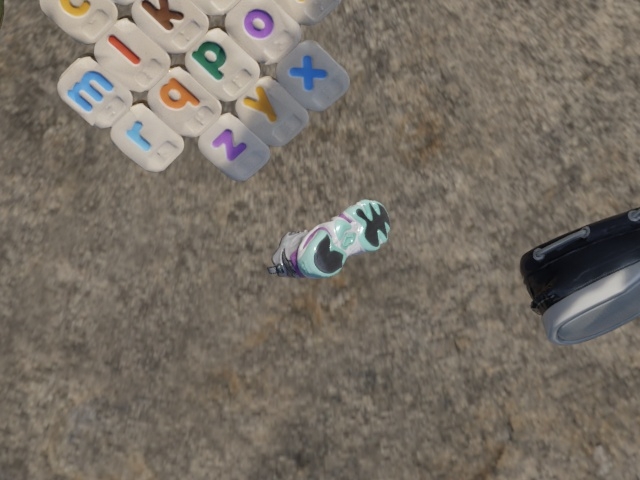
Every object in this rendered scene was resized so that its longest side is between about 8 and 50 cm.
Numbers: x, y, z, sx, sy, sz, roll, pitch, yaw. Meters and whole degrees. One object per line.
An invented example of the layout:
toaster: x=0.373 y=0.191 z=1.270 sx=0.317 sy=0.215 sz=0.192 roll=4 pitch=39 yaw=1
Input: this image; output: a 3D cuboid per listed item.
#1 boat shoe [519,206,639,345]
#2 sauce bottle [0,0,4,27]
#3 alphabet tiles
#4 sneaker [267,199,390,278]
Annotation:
boat shoe: x=0.134 y=-0.004 z=0.434 sx=0.125 sy=0.038 sz=0.046 roll=-29 pitch=151 yaw=15
sauce bottle: x=-0.191 y=-0.138 z=0.486 sx=0.111 sy=0.344 sz=0.111 roll=1 pitch=84 yaw=-14
alphabet tiles: x=-0.120 y=-0.196 z=1.147 sx=0.284 sy=0.021 sz=0.278 roll=-40 pitch=113 yaw=22
sneaker: x=0.000 y=0.000 z=0.833 sx=0.069 sy=0.098 sz=0.038 roll=-9 pitch=102 yaw=42
